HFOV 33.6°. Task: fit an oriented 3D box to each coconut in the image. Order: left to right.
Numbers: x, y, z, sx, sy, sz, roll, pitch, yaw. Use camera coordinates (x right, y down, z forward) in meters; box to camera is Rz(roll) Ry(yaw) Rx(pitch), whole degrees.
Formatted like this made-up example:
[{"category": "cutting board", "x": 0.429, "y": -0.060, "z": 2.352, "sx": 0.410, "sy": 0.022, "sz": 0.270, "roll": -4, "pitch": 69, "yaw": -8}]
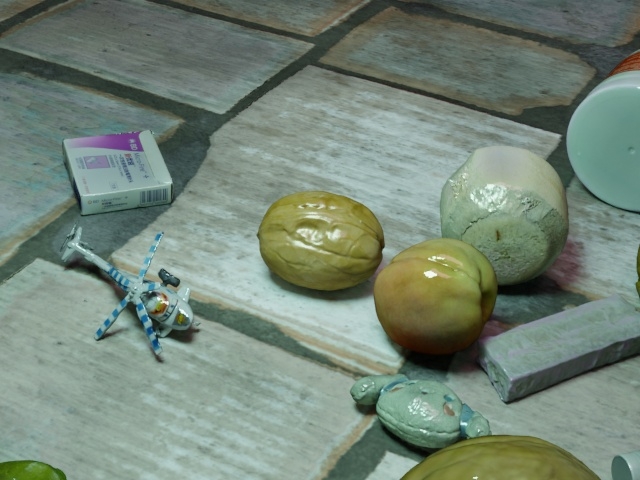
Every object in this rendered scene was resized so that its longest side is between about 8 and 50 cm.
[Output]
[{"category": "coconut", "x": 0.296, "y": -0.047, "z": 1.742, "sx": 0.224, "sy": 0.224, "sz": 0.234, "roll": 2, "pitch": 41, "yaw": -2}]

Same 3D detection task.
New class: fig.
[{"category": "fig", "x": -0.349, "y": 0.304, "z": 1.246, "sx": 0.123, "sy": 0.123, "sz": 0.156, "roll": 9, "pitch": 22, "yaw": 7}]

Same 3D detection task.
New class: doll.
[{"category": "doll", "x": 0.140, "y": 0.232, "z": 1.436, "sx": 0.214, "sy": 0.071, "sz": 0.103, "roll": 17, "pitch": 23, "yaw": 33}]

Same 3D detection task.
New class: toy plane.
[{"category": "toy plane", "x": -0.295, "y": 0.075, "z": 1.632, "sx": 0.273, "sy": 0.107, "sz": 0.182, "roll": 6, "pitch": 74, "yaw": 36}]

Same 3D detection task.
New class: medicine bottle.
[{"category": "medicine bottle", "x": -0.370, "y": -0.126, "z": 1.930, "sx": 0.171, "sy": 0.052, "sz": 0.201, "roll": -8, "pitch": 38, "yaw": -18}, {"category": "medicine bottle", "x": 0.617, "y": -0.214, "z": 1.974, "sx": 0.252, "sy": 0.252, "sz": 0.241, "roll": 22, "pitch": 38, "yaw": 25}, {"category": "medicine bottle", "x": 0.431, "y": 0.299, "z": 1.374, "sx": 0.091, "sy": 0.058, "sz": 0.058, "roll": -6, "pitch": 35, "yaw": -13}]

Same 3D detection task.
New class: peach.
[{"category": "peach", "x": 0.168, "y": 0.083, "z": 1.568, "sx": 0.184, "sy": 0.184, "sz": 0.184, "roll": 3, "pitch": 34, "yaw": -2}]

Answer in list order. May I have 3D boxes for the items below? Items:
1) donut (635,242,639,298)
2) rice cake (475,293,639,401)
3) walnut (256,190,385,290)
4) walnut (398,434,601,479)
[{"category": "donut", "x": 0.682, "y": 0.054, "z": 1.665, "sx": 0.360, "sy": 0.170, "sz": 0.360, "roll": 1, "pitch": 35, "yaw": -1}, {"category": "rice cake", "x": 0.370, "y": 0.153, "z": 1.589, "sx": 0.298, "sy": 0.050, "sz": 0.106, "roll": -15, "pitch": 38, "yaw": -24}, {"category": "walnut", "x": 0.000, "y": 0.000, "z": 1.691, "sx": 0.206, "sy": 0.159, "sz": 0.159, "roll": 6, "pitch": 34, "yaw": 2}, {"category": "walnut", "x": 0.168, "y": 0.360, "z": 1.047, "sx": 0.333, "sy": 0.333, "sz": 0.333, "roll": 3, "pitch": 34, "yaw": -2}]
